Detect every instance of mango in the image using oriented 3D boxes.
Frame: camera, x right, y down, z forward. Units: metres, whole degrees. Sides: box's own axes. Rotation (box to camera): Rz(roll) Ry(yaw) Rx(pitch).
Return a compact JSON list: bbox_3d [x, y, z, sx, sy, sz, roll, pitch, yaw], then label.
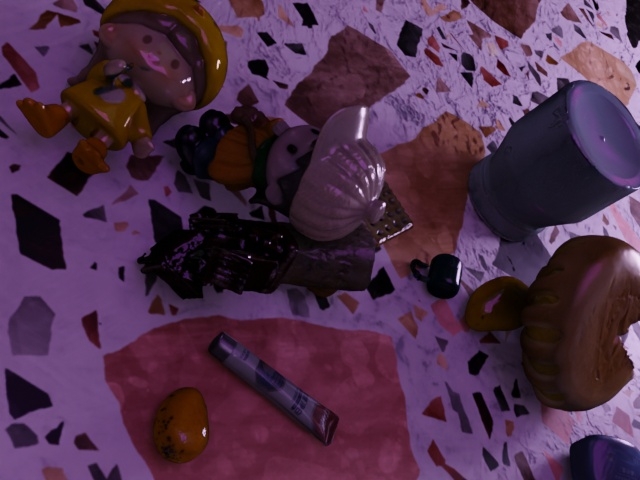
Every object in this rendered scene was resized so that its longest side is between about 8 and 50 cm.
[{"bbox_3d":[-0.189,0.253,1.298,0.079,0.057,0.114,23,48,-14],"label":"mango"},{"bbox_3d":[0.334,0.123,1.762,0.161,0.076,0.103,-17,84,-33],"label":"mango"}]

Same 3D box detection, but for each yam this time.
[{"bbox_3d":[-0.016,0.025,1.504,0.194,0.107,0.107,5,60,-14],"label":"yam"}]

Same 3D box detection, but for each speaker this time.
[{"bbox_3d":[0.210,0.063,1.722,0.094,0.060,0.075,9,52,8],"label":"speaker"}]

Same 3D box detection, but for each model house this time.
[{"bbox_3d":[-0.153,0.017,1.375,0.164,0.203,0.141,14,78,-42],"label":"model house"}]

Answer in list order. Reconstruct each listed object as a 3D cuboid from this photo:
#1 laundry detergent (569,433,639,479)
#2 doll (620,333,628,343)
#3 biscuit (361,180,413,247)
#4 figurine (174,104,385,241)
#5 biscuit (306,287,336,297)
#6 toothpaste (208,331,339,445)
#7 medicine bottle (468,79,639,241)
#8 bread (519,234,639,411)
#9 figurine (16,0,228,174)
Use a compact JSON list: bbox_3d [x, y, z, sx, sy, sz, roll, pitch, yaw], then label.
[{"bbox_3d":[0.520,0.499,1.670,0.143,0.094,0.289,22,53,-31],"label":"laundry detergent"},{"bbox_3d":[0.548,0.141,1.890,0.180,0.107,0.110,49,11,2],"label":"doll"},{"bbox_3d":[0.076,-0.104,1.727,0.139,0.016,0.231,-27,82,-48],"label":"biscuit"},{"bbox_3d":[-0.054,-0.105,1.465,0.185,0.332,0.204,-46,128,-43],"label":"figurine"},{"bbox_3d":[0.001,0.000,1.609,0.138,0.031,0.205,13,59,-32],"label":"biscuit"},{"bbox_3d":[-0.067,0.222,1.423,0.239,0.039,0.062,40,41,-15],"label":"toothpaste"},{"bbox_3d":[0.457,-0.142,1.860,0.245,0.290,0.245,20,54,-30],"label":"medicine bottle"},{"bbox_3d":[0.472,0.147,1.728,0.333,0.160,0.333,-14,112,-36],"label":"bread"},{"bbox_3d":[-0.287,-0.249,1.435,0.215,0.187,0.343,51,51,-14],"label":"figurine"}]
